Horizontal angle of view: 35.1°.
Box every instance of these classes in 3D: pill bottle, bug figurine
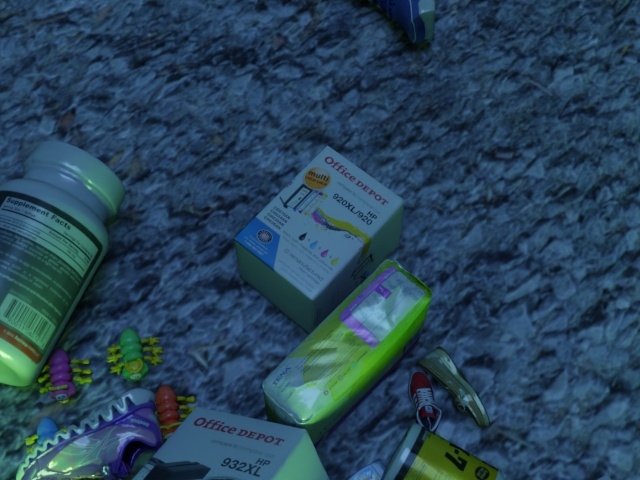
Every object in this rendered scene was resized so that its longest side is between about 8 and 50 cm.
[{"bbox_3d":[-0.471,0.033,1.636,0.210,0.210,0.362,20,63,8],"label":"pill bottle"},{"bbox_3d":[0.204,0.377,1.533,0.209,0.119,0.119,29,68,6],"label":"pill bottle"},{"bbox_3d":[-0.346,0.256,1.613,0.279,0.072,0.216,-15,66,-7],"label":"bug figurine"}]

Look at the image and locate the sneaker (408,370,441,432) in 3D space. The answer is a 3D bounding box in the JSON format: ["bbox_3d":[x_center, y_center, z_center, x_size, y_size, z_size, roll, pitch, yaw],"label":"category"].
[{"bbox_3d":[0.167,0.259,1.618,0.042,0.067,0.118,-5,65,-3],"label":"sneaker"}]

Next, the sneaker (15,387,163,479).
[{"bbox_3d":[-0.334,0.319,1.499,0.236,0.095,0.104,-31,69,-7],"label":"sneaker"}]

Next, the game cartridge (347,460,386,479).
[{"bbox_3d":[0.074,0.386,1.588,0.083,0.017,0.056,-34,66,-15],"label":"game cartridge"}]

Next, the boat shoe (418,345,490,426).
[{"bbox_3d":[0.218,0.243,1.636,0.048,0.056,0.153,-33,68,-4],"label":"boat shoe"}]

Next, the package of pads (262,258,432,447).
[{"bbox_3d":[0.042,0.184,1.563,0.101,0.229,0.296,41,72,16],"label":"package of pads"}]

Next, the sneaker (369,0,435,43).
[{"bbox_3d":[0.103,-0.497,1.945,0.182,0.127,0.315,-15,59,-3],"label":"sneaker"}]

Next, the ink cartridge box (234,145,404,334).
[{"bbox_3d":[0.000,0.000,1.680,0.171,0.168,0.232,38,70,16],"label":"ink cartridge box"}]

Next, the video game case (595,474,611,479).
[{"bbox_3d":[0.425,0.463,1.554,0.143,0.019,0.157,-26,69,-12],"label":"video game case"}]

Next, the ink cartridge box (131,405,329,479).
[{"bbox_3d":[-0.164,0.394,1.424,0.223,0.129,0.307,4,38,37],"label":"ink cartridge box"}]
